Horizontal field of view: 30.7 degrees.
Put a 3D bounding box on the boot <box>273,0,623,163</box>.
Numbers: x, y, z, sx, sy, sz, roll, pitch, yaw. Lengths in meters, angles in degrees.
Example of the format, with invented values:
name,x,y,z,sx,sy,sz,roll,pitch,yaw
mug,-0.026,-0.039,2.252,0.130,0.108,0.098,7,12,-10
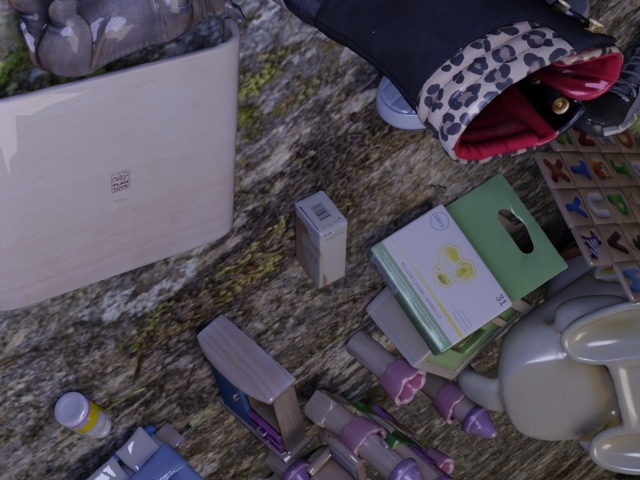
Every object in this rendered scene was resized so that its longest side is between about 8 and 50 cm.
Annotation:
name,x,y,z,sx,sy,sz,roll,pitch,yaw
boot,0.170,-0.233,1.075,0.378,0.284,0.138,-23,147,-25

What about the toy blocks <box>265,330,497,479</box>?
name,x,y,z,sx,sy,sz,roll,pitch,yaw
toy blocks,0.118,0.347,1.790,0.309,0.260,0.289,-54,150,4

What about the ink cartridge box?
name,x,y,z,sx,sy,sz,roll,pitch,yaw
ink cartridge box,0.206,0.024,1.582,0.235,0.171,0.056,-32,171,-12

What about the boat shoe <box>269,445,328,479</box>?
name,x,y,z,sx,sy,sz,roll,pitch,yaw
boat shoe,-0.029,0.391,1.948,0.137,0.049,0.043,-26,150,-31

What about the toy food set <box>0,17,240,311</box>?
name,x,y,z,sx,sy,sz,roll,pitch,yaw
toy food set,-0.208,-0.078,1.083,0.306,0.092,0.219,-21,134,-32

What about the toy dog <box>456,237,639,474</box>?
name,x,y,z,sx,sy,sz,roll,pitch,yaw
toy dog,0.443,0.161,1.833,0.396,0.284,0.408,-19,-164,28

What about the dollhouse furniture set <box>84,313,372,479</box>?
name,x,y,z,sx,sy,sz,roll,pitch,yaw
dollhouse furniture set,-0.141,0.305,1.458,0.303,0.286,0.198,-42,152,-19

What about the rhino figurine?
name,x,y,z,sx,sy,sz,roll,pitch,yaw
rhino figurine,-0.143,-0.207,0.976,0.243,0.073,0.106,-24,143,-28

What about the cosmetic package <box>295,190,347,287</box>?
name,x,y,z,sx,sy,sz,roll,pitch,yaw
cosmetic package,0.000,0.000,1.432,0.041,0.060,0.115,-27,147,-19

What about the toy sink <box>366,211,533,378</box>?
name,x,y,z,sx,sy,sz,roll,pitch,yaw
toy sink,0.213,0.078,1.705,0.234,0.131,0.153,-46,151,10

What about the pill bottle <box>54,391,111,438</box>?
name,x,y,z,sx,sy,sz,roll,pitch,yaw
pill bottle,-0.287,0.216,1.418,0.043,0.043,0.083,-38,151,-3

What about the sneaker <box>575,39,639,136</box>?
name,x,y,z,sx,sy,sz,roll,pitch,yaw
sneaker,0.427,-0.236,1.584,0.229,0.086,0.132,-30,146,-36

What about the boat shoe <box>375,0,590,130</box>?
name,x,y,z,sx,sy,sz,roll,pitch,yaw
boat shoe,0.191,-0.194,1.338,0.302,0.109,0.094,-30,151,-22

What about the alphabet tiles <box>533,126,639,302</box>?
name,x,y,z,sx,sy,sz,roll,pitch,yaw
alphabet tiles,0.432,-0.049,1.636,0.343,0.285,0.011,-3,154,-46
